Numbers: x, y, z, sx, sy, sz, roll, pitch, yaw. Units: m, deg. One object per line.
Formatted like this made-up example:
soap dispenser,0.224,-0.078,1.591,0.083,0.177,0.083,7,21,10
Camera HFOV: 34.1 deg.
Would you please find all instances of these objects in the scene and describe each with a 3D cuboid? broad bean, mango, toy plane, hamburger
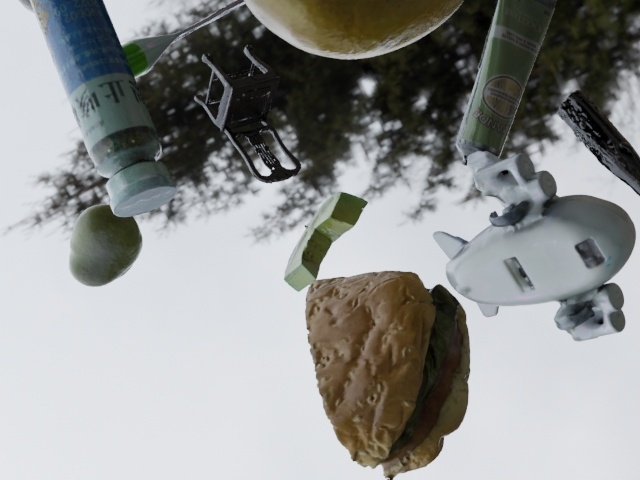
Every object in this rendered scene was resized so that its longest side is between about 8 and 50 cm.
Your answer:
broad bean,-0.373,0.014,1.803,0.124,0.174,0.082,10,-132,-26
mango,0.042,-0.306,1.007,0.365,0.182,0.253,-43,-61,-50
toy plane,0.246,0.013,1.204,0.122,0.267,0.267,-44,-72,-37
hamburger,0.107,0.145,1.465,0.162,0.209,0.330,45,-160,-42

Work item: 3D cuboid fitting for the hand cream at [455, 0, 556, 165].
hand cream,0.220,-0.200,1.259,0.086,0.055,0.235,19,-89,-34

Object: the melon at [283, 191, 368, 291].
melon,0.000,0.000,1.998,0.064,0.118,0.209,34,-99,-20

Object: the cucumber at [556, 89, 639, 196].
cucumber,0.311,-0.094,1.099,0.043,0.039,0.163,-25,-121,-17

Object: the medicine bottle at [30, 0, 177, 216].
medicine bottle,-0.155,-0.110,0.731,0.051,0.051,0.191,-2,-116,-55

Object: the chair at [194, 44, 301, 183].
chair,-0.113,-0.220,1.813,0.106,0.113,0.229,-20,-122,-35

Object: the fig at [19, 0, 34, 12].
fig,-0.391,-0.369,1.444,0.103,0.155,0.109,10,-80,-51

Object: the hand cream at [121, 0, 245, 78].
hand cream,-0.192,-0.297,1.480,0.275,0.079,0.050,-38,-48,-38
